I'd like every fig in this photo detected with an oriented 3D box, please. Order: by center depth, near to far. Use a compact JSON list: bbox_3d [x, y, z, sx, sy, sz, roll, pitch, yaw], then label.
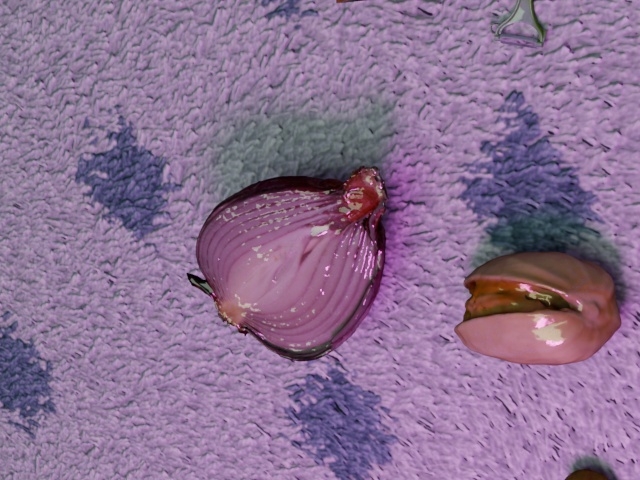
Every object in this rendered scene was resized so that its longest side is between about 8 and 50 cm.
[{"bbox_3d":[0.360,0.357,1.700,0.082,0.098,0.084,32,109,23],"label":"fig"}]

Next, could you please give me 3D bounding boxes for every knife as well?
[{"bbox_3d":[0.258,-0.331,1.592,0.078,0.022,0.166,11,113,23],"label":"knife"}]

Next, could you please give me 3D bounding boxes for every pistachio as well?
[{"bbox_3d":[0.281,0.091,1.648,0.229,0.157,0.157,-1,104,40],"label":"pistachio"}]

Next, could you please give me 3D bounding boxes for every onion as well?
[{"bbox_3d":[0.000,0.000,1.791,0.348,0.159,0.267,-37,95,29],"label":"onion"}]

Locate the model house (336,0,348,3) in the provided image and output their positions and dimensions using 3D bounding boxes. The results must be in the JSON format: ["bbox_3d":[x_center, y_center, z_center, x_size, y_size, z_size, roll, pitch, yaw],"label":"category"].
[{"bbox_3d":[0.066,-0.395,1.601,0.206,0.178,0.271,50,123,18],"label":"model house"}]
